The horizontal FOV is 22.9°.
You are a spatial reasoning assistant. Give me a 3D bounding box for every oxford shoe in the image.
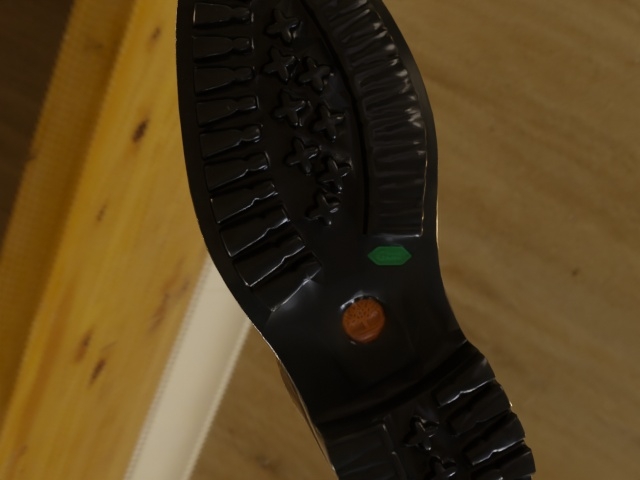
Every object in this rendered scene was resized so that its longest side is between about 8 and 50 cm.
[{"bbox_3d":[0.000,0.000,0.539,0.083,0.096,0.227,-18,-77,-9],"label":"oxford shoe"}]
